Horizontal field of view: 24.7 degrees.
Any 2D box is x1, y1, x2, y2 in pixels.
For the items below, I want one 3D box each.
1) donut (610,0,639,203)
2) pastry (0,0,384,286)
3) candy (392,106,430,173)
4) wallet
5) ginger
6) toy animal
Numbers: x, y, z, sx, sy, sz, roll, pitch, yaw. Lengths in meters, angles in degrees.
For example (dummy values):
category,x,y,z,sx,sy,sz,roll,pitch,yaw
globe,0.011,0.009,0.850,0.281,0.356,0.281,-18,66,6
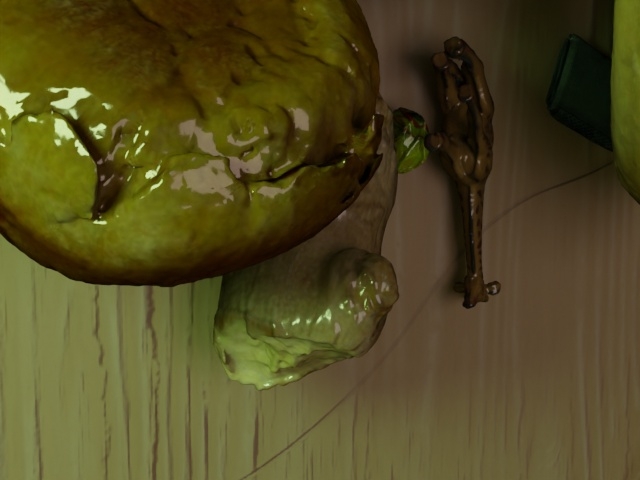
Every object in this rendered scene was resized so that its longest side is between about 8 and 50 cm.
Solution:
category,x,y,z,sx,sy,sz,roll,pitch,yaw
donut,0.375,-0.215,1.362,0.449,0.198,0.449,4,90,-73
pastry,-0.123,-0.118,1.060,0.356,0.356,0.164,-29,150,-27
candy,0.044,-0.032,1.352,0.062,0.058,0.194,25,93,-55
wallet,0.280,-0.146,1.498,0.129,0.026,0.088,25,75,-37
ginger,0.000,0.000,1.235,0.130,0.221,0.276,19,96,-26
toy animal,0.138,-0.066,1.386,0.149,0.054,0.275,-76,161,-46
